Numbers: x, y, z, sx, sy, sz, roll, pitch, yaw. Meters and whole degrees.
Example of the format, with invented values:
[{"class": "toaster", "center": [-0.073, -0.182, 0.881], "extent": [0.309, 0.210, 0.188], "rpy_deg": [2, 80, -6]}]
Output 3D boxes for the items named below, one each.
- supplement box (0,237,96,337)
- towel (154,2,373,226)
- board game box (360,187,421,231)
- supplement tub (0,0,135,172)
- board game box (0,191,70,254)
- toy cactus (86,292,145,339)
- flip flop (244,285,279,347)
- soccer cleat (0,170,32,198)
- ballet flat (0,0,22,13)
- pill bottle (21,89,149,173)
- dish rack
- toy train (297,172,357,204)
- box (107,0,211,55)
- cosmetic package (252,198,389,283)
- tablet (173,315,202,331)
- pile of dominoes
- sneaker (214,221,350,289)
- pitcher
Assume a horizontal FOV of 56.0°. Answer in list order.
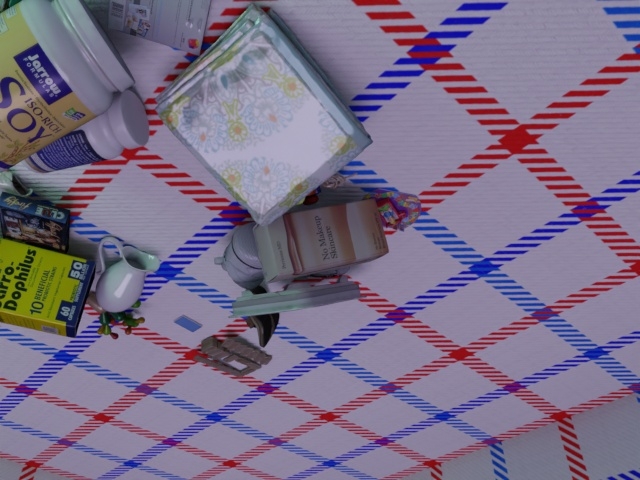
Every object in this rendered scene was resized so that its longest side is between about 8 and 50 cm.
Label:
[{"class": "supplement box", "center": [-0.830, 0.125, 1.663], "extent": [0.356, 0.194, 0.195], "rpy_deg": [16, 157, -16]}, {"class": "towel", "center": [-0.121, -0.254, 1.278], "extent": [0.320, 0.090, 0.374], "rpy_deg": [-36, 110, 18]}, {"class": "board game box", "center": [0.184, -0.071, 1.596], "extent": [0.168, 0.033, 0.133], "rpy_deg": [10, 137, -10]}, {"class": "supplement tub", "center": [-0.551, -0.304, 1.141], "extent": [0.331, 0.241, 0.241], "rpy_deg": [-32, 133, -3]}, {"class": "board game box", "center": [-0.754, -0.034, 1.595], "extent": [0.165, 0.042, 0.243], "rpy_deg": [16, 151, -15]}, {"class": "toy cactus", "center": [-0.660, 0.234, 1.900], "extent": [0.180, 0.112, 0.219], "rpy_deg": [37, 136, -20]}, {"class": "flip flop", "center": [-0.200, 0.231, 1.887], "extent": [0.080, 0.112, 0.277], "rpy_deg": [14, 145, 25]}, {"class": "soccer cleat", "center": [-0.809, -0.162, 1.493], "extent": [0.076, 0.068, 0.196], "rpy_deg": [-24, 139, 18]}, {"class": "ballet flat", "center": [-0.601, -0.465, 1.162], "extent": [0.079, 0.077, 0.221], "rpy_deg": [42, 128, -4]}, {"class": "pill bottle", "center": [-0.527, -0.244, 1.331], "extent": [0.264, 0.153, 0.153], "rpy_deg": [-9, 136, 11]}, {"class": "dish rack", "center": [-0.062, 0.151, 1.644], "extent": [0.285, 0.072, 0.333], "rpy_deg": [-10, 176, 33]}, {"class": "toy train", "center": [-0.040, -0.125, 1.440], "extent": [0.248, 0.143, 0.105], "rpy_deg": [-12, 106, 13]}, {"class": "box", "center": [-0.315, -0.458, 1.182], "extent": [0.186, 0.038, 0.145], "rpy_deg": [14, 136, -12]}, {"class": "cosmetic package", "center": [0.000, 0.000, 1.493], "extent": [0.296, 0.153, 0.129], "rpy_deg": [-12, 172, -21]}, {"class": "tablet", "center": [-0.439, 0.277, 1.999], "extent": [0.054, 0.006, 0.083], "rpy_deg": [-32, 127, 31]}, {"class": "pile of dominoes", "center": [-0.304, 0.402, 2.128], "extent": [0.196, 0.040, 0.251], "rpy_deg": [-28, 138, 27]}, {"class": "sneaker", "center": [-0.108, 0.050, 1.664], "extent": [0.366, 0.137, 0.210], "rpy_deg": [10, 155, -33]}, {"class": "pitcher", "center": [-0.587, 0.098, 1.740], "extent": [0.178, 0.125, 0.207], "rpy_deg": [37, 118, -7]}]
